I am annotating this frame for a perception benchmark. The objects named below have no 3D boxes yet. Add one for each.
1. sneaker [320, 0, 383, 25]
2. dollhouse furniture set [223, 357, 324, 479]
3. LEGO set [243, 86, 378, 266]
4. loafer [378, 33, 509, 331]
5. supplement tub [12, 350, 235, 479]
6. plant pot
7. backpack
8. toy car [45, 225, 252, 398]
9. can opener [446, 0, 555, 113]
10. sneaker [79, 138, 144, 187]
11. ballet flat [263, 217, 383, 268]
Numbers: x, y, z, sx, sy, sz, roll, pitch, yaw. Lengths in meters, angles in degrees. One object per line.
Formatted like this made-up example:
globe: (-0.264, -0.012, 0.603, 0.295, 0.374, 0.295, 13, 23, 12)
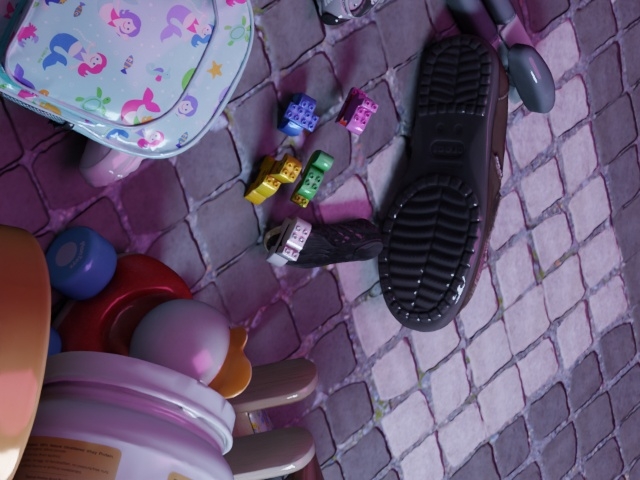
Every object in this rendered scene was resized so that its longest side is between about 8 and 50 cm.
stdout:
sneaker: (0.010, -0.308, 1.855, 0.228, 0.086, 0.132, 7, 100, -46)
dollhouse furniture set: (0.022, 0.374, 1.823, 0.394, 0.256, 0.362, -86, 163, -59)
LEGO set: (-0.018, -0.088, 1.873, 0.087, 0.093, 0.227, 28, 82, -17)
loafer: (0.176, -0.063, 2.051, 0.130, 0.134, 0.366, 13, 91, -60)
supplement tub: (-0.207, 0.282, 1.516, 0.228, 0.228, 0.316, 40, 55, -43)
plant pot: (-0.391, 0.105, 1.475, 0.203, 0.291, 0.291, 17, 90, -29)
backpack: (-0.191, -0.199, 1.564, 0.253, 0.191, 0.225, 28, 93, -29)
toy car: (-0.170, 0.129, 1.704, 0.219, 0.238, 0.210, 43, 72, -42)
can opener: (0.220, -0.278, 2.070, 0.074, 0.093, 0.280, -51, 127, -19)
sneaker: (-0.205, -0.168, 1.699, 0.115, 0.090, 0.232, 35, 69, -38)
ballet flat: (0.000, 0.000, 1.979, 0.173, 0.049, 0.057, 1, 129, -39)
